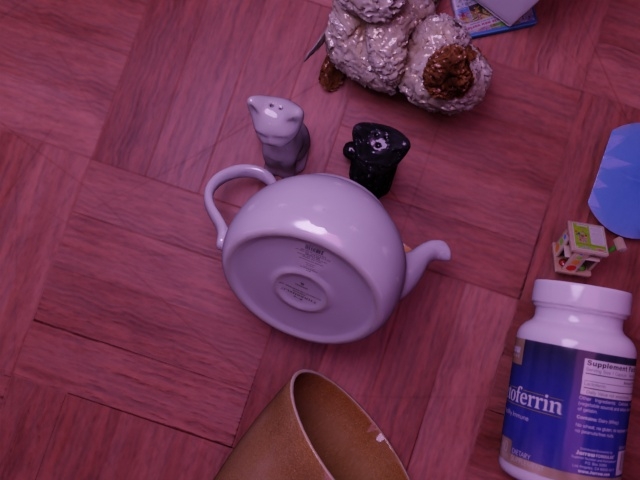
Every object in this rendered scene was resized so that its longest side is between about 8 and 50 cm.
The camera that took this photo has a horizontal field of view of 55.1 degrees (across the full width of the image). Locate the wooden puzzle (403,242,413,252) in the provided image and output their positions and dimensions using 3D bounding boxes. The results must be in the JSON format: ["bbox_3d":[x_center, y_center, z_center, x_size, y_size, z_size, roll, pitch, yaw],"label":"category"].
[{"bbox_3d":[0.094,0.047,0.898,0.116,0.014,0.078,-42,87,-3],"label":"wooden puzzle"}]

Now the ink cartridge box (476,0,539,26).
[{"bbox_3d":[0.331,-0.467,0.831,0.121,0.211,0.289,37,82,-4],"label":"ink cartridge box"}]

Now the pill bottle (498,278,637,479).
[{"bbox_3d":[0.334,0.191,0.823,0.153,0.153,0.264,10,85,0],"label":"pill bottle"}]

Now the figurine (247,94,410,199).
[{"bbox_3d":[0.006,-0.129,0.811,0.215,0.209,0.092,15,86,0],"label":"figurine"}]

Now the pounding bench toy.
[{"bbox_3d":[0.383,0.018,0.877,0.083,0.065,0.052,9,53,0],"label":"pounding bench toy"}]

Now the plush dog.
[{"bbox_3d":[0.126,-0.252,0.838,0.225,0.262,0.210,34,119,11],"label":"plush dog"}]

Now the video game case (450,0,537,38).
[{"bbox_3d":[0.251,-0.395,0.933,0.119,0.015,0.166,-12,86,-3],"label":"video game case"}]

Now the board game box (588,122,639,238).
[{"bbox_3d":[0.465,-0.086,0.907,0.133,0.033,0.168,18,91,-5],"label":"board game box"}]

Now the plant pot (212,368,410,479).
[{"bbox_3d":[-0.047,0.336,0.787,0.254,0.237,0.237,-41,87,11],"label":"plant pot"}]

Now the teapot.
[{"bbox_3d":[0.000,0.000,0.816,0.256,0.252,0.187,53,41,-29],"label":"teapot"}]
